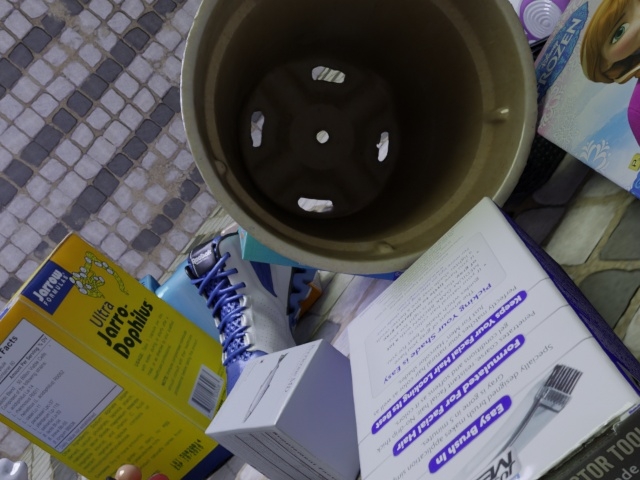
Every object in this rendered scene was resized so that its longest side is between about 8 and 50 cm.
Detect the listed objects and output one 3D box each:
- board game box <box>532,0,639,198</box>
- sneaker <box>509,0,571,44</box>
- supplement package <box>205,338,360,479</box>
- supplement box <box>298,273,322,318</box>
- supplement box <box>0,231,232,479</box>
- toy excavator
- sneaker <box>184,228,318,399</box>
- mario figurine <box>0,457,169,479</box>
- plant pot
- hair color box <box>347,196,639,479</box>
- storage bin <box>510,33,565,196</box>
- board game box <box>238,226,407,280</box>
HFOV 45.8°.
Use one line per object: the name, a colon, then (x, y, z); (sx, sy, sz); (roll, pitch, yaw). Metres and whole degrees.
board game box: (0.310, -0.195, 0.612); (0.318, 0.066, 0.318); (-62, 17, 16)
sneaker: (0.325, -0.338, 1.122); (0.152, 0.114, 0.305); (-39, 16, -12)
supplement package: (-0.026, 0.186, 0.806); (0.179, 0.105, 0.105); (-27, 26, 56)
supplement box: (-0.033, 0.079, 1.229); (0.062, 0.036, 0.098); (-48, 14, 10)
supplement box: (-0.301, 0.196, 1.099); (0.194, 0.356, 0.195); (-44, 16, 22)
toy excavator: (-0.236, 0.105, 1.529); (0.445, 0.222, 0.433); (-37, 13, -6)
sneaker: (-0.119, 0.096, 1.084); (0.127, 0.182, 0.315); (-35, 32, 36)
mario figurine: (-0.317, 0.339, 0.983); (0.198, 0.320, 0.170); (-23, -68, -77)
plant pot: (0.022, -0.135, 0.842); (0.334, 0.334, 0.305); (-51, 5, -4)
hair color box: (0.124, 0.110, 0.549); (0.185, 0.110, 0.339); (-45, 14, 15)
storage bin: (0.238, -0.143, 0.888); (0.180, 0.084, 0.122); (-54, 15, -13)
board game box: (0.000, 0.000, 1.001); (0.160, 0.210, 0.047); (-122, 41, -74)
